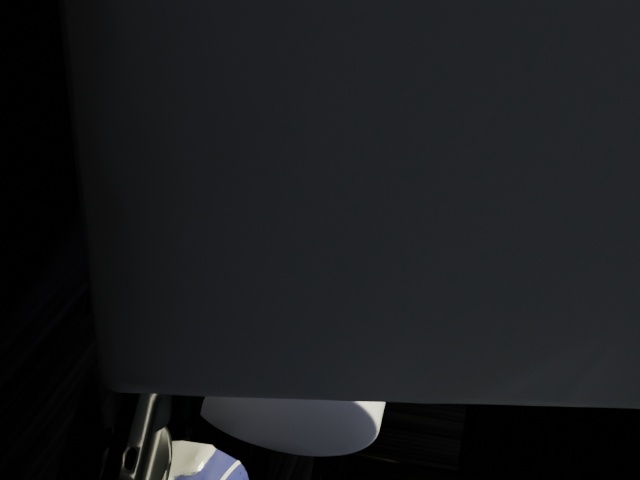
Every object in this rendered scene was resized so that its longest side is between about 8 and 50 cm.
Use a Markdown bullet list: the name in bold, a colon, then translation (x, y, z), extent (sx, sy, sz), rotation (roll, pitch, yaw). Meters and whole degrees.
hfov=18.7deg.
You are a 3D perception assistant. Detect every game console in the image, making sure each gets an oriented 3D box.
- **game console**: translation (-0.096, 0.086, 1.006), extent (0.213, 0.044, 0.361), rotation (92, 7, -53)

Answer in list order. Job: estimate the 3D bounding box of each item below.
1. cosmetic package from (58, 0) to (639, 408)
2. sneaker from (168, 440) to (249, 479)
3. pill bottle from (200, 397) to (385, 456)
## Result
- **cosmetic package**: translation (0.092, -0.162, 0.842), extent (0.393, 0.327, 0.329), rotation (-72, 161, -63)
- **sneaker**: translation (-0.050, 0.271, 1.069), extent (0.315, 0.182, 0.127), rotation (-75, 174, -48)
- **pill bottle**: translation (0.000, 0.000, 1.303), extent (0.153, 0.153, 0.264), rotation (91, 9, -60)
